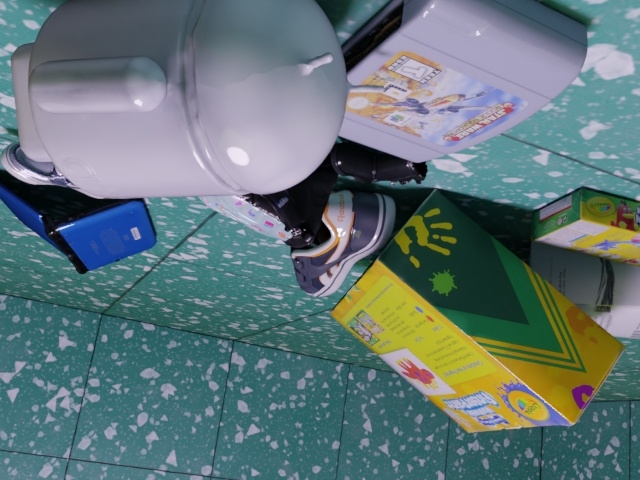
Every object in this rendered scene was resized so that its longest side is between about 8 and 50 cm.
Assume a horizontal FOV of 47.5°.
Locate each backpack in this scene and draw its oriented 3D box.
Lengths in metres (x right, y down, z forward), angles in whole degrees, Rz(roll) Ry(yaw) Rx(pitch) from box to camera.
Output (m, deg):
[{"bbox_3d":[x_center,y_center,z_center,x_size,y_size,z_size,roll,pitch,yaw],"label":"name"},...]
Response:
[{"bbox_3d":[-0.081,-0.079,0.974,0.182,0.152,0.115,26,149,-16],"label":"backpack"}]

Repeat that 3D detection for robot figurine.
[{"bbox_3d":[-0.125,-0.142,0.691,0.353,0.200,0.300,0,-168,25],"label":"robot figurine"}]

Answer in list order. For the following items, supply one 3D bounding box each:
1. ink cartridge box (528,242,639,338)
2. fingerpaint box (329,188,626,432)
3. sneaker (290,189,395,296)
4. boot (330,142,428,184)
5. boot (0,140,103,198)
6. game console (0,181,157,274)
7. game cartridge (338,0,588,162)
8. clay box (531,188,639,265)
[{"bbox_3d":[0.510,0.090,1.271,0.289,0.122,0.211,3,161,17],"label":"ink cartridge box"},{"bbox_3d":[0.236,0.149,1.264,0.371,0.163,0.445,40,162,5],"label":"fingerpaint box"},{"bbox_3d":[0.000,0.000,1.219,0.127,0.126,0.321,9,152,-19],"label":"sneaker"},{"bbox_3d":[0.082,-0.104,0.979,0.099,0.045,0.121,0,168,31],"label":"boot"},{"bbox_3d":[-0.384,-0.119,1.123,0.086,0.069,0.190,-19,157,42],"label":"boot"},{"bbox_3d":[-0.474,-0.058,1.405,0.250,0.173,0.293,-21,168,-12],"label":"game console"},{"bbox_3d":[0.118,-0.164,0.765,0.198,0.062,0.297,20,159,-22],"label":"game cartridge"},{"bbox_3d":[0.447,-0.013,1.091,0.221,0.053,0.127,11,162,-15],"label":"clay box"}]
